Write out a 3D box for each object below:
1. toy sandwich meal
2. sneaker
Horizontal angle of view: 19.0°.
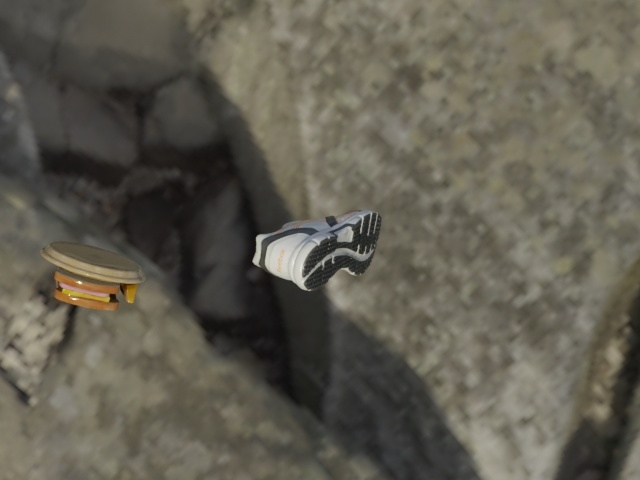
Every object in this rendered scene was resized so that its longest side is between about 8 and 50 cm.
[{"bbox_3d":[-0.163,0.026,1.362,0.085,0.029,0.085,16,9,-3],"label":"toy sandwich meal"},{"bbox_3d":[0.000,0.000,1.109,0.044,0.040,0.109,17,14,25],"label":"sneaker"}]
